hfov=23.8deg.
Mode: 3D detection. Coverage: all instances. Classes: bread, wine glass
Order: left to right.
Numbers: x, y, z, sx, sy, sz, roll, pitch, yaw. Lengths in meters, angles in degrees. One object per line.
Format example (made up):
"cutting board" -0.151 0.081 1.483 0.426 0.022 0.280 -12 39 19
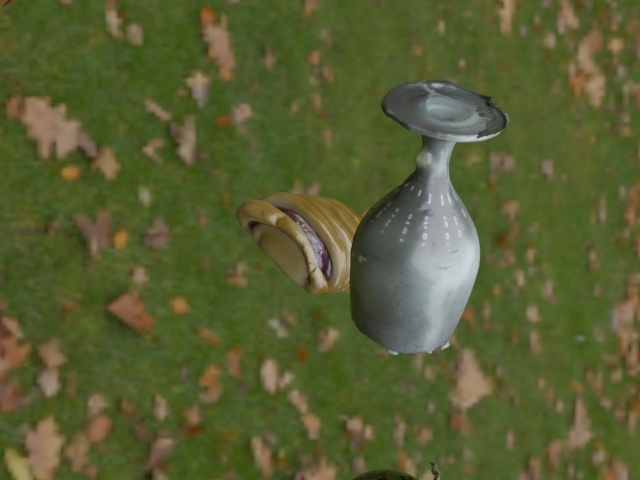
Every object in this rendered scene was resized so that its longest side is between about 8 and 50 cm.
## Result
"bread" 0.000 0.000 1.761 0.081 0.134 0.225 -48 161 14
"wine glass" 0.096 -0.018 1.422 0.126 0.126 0.241 -42 145 -55

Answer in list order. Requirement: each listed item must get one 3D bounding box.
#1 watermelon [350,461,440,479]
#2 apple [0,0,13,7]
"watermelon" 0.081 0.325 1.750 0.187 0.140 0.141 -57 180 45
"apple" -0.475 -0.462 1.834 0.334 0.400 0.400 -85 157 -46
